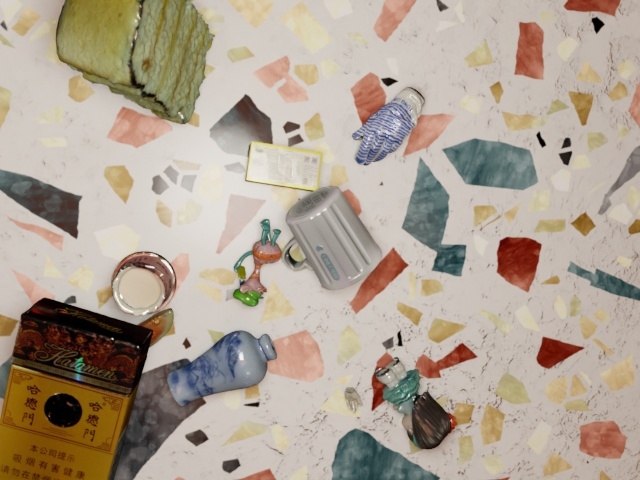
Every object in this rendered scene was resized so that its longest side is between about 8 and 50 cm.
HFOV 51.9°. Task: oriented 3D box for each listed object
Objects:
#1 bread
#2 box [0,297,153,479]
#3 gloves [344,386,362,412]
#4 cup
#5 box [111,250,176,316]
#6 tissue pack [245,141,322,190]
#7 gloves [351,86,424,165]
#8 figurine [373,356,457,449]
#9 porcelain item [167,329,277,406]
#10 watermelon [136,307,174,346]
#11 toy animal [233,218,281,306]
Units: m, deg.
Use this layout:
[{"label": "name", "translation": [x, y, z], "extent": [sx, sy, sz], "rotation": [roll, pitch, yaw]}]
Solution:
[{"label": "bread", "translation": [-0.406, -0.417, 1.367], "extent": [0.263, 0.395, 0.239], "rotation": [21, 91, 9]}, {"label": "box", "translation": [-0.550, 0.357, 1.449], "extent": [0.264, 0.116, 0.416], "rotation": [18, 103, -3]}, {"label": "gloves", "translation": [0.084, 0.402, 1.678], "extent": [0.044, 0.037, 0.081], "rotation": [-1, 106, 16]}, {"label": "cup", "translation": [0.005, 0.004, 1.552], "extent": [0.221, 0.167, 0.202], "rotation": [-31, 113, 2]}, {"label": "box", "translation": [-0.413, 0.104, 1.522], "extent": [0.151, 0.135, 0.151], "rotation": [0, 93, -9]}, {"label": "tissue pack", "translation": [-0.089, -0.177, 1.592], "extent": [0.175, 0.062, 0.095], "rotation": [7, 91, -10]}, {"label": "gloves", "translation": [0.164, -0.279, 1.621], "extent": [0.119, 0.097, 0.229], "rotation": [37, 93, 20]}, {"label": "figurine", "translation": [0.245, 0.413, 1.677], "extent": [0.138, 0.110, 0.246], "rotation": [-35, 93, -24]}, {"label": "porcelain item", "translation": [-0.231, 0.305, 1.572], "extent": [0.259, 0.141, 0.141], "rotation": [-26, 98, 1]}, {"label": "watermelon", "translation": [-0.437, 0.230, 1.534], "extent": [0.245, 0.119, 0.063], "rotation": [-29, 84, 0]}, {"label": "toy animal", "translation": [-0.156, 0.050, 1.585], "extent": [0.103, 0.100, 0.208], "rotation": [23, 105, 17]}]
